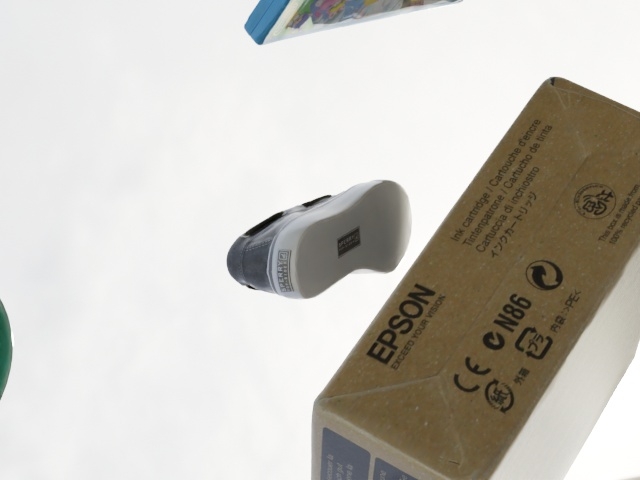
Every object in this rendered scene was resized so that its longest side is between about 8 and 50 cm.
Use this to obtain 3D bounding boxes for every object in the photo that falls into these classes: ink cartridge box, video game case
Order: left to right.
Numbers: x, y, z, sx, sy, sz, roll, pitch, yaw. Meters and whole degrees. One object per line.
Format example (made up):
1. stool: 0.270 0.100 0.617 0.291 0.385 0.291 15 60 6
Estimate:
1. video game case: 0.048 -0.150 0.788 0.166 0.119 0.015 -20 -115 -47
2. ink cartridge box: 0.087 0.067 0.812 0.235 0.088 0.193 -52 -20 -32

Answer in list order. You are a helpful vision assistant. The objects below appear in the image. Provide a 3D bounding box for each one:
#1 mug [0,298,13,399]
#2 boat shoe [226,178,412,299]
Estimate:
1. mug: -0.232 0.036 0.842 0.129 0.097 0.158 14 -79 -39
2. boat shoe: 0.000 0.000 1.302 0.228 0.076 0.080 -29 -61 -59
